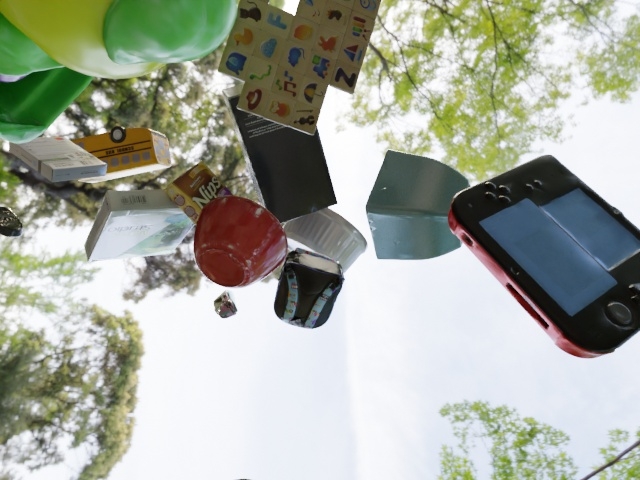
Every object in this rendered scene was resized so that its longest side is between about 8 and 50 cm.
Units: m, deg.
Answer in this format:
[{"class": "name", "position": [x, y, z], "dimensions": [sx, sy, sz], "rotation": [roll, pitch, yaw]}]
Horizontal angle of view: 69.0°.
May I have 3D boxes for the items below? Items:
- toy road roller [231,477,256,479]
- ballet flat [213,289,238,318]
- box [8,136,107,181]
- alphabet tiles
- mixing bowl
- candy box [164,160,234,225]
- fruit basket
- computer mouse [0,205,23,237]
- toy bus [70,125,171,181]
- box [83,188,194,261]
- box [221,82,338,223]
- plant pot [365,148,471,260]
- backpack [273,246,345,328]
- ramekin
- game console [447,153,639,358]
[{"class": "toy road roller", "position": [-0.108, 0.418, 0.439], "dimensions": [0.329, 0.202, 0.240], "rotation": [-31, -119, -26]}, {"class": "ballet flat", "position": [-0.340, 0.227, 1.651], "dimensions": [0.079, 0.077, 0.221], "rotation": [-23, -168, -10]}, {"class": "box", "position": [-0.665, -0.210, 1.182], "dimensions": [0.186, 0.145, 0.038], "rotation": [31, -63, 20]}, {"class": "alphabet tiles", "position": [-0.031, -0.285, 0.682], "dimensions": [0.009, 0.198, 0.237], "rotation": [-170, -83, -78]}, {"class": "mixing bowl", "position": [-0.160, 0.021, 0.844], "dimensions": [0.181, 0.181, 0.098], "rotation": [-23, -153, 32]}, {"class": "candy box", "position": [-0.259, -0.083, 1.096], "dimensions": [0.053, 0.186, 0.109], "rotation": [-31, -165, 47]}, {"class": "fruit basket", "position": [-0.195, -0.242, 0.391], "dimensions": [0.392, 0.283, 0.392], "rotation": [0, -97, 1]}, {"class": "computer mouse", "position": [-0.878, -0.089, 1.238], "dimensions": [0.242, 0.071, 0.041], "rotation": [45, -66, 13]}, {"class": "toy bus", "position": [-0.628, -0.256, 1.393], "dimensions": [0.333, 0.108, 0.130], "rotation": [-10, -89, 9]}, {"class": "box", "position": [-0.449, -0.035, 1.186], "dimensions": [0.322, 0.232, 0.058], "rotation": [-34, -111, 50]}, {"class": "box", "position": [-0.115, -0.252, 1.207], "dimensions": [0.179, 0.312, 0.343], "rotation": [-19, -156, -7]}, {"class": "plant pot", "position": [0.300, -0.091, 1.361], "dimensions": [0.252, 0.248, 0.247], "rotation": [8, -126, 22]}, {"class": "backpack", "position": [-0.034, 0.125, 1.151], "dimensions": [0.117, 0.158, 0.173], "rotation": [-88, -166, -65]}, {"class": "ramekin", "position": [0.000, 0.000, 1.424], "dimensions": [0.273, 0.273, 0.127], "rotation": [19, -110, 43]}, {"class": "game console", "position": [0.473, 0.006, 0.900], "dimensions": [0.342, 0.060, 0.386], "rotation": [-26, -118, -20]}]
